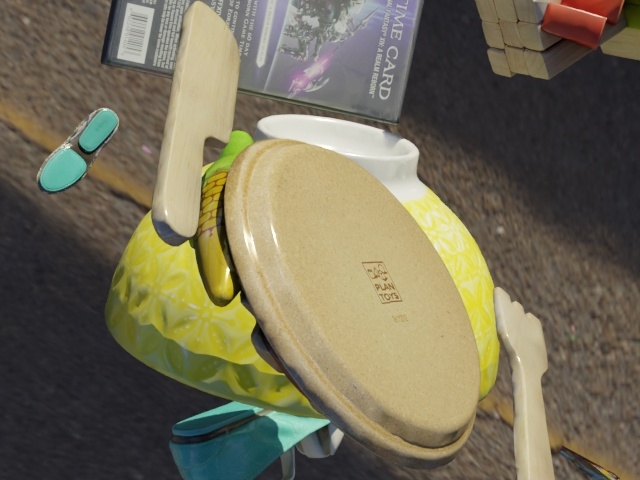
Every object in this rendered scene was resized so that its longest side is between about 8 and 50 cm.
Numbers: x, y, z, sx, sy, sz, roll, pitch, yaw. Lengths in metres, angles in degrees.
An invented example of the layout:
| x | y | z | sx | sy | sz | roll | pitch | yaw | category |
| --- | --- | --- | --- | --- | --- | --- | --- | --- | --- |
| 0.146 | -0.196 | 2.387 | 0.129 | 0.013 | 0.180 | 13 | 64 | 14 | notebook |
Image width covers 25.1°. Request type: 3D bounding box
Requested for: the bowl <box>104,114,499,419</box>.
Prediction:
| x | y | z | sx | sy | sz | roll | pitch | yaw | category |
| --- | --- | --- | --- | --- | --- | --- | --- | --- | --- |
| 0.000 | 0.000 | 1.018 | 0.289 | 0.289 | 0.156 | 15 | 107 | 15 | bowl |

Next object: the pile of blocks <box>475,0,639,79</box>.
| x | y | z | sx | sy | sz | roll | pitch | yaw | category |
| --- | --- | --- | --- | --- | --- | --- | --- | --- | --- |
| 0.277 | -0.197 | 1.069 | 0.112 | 0.362 | 0.149 | 23 | 115 | 52 | pile of blocks |

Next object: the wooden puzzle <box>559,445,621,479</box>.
| x | y | z | sx | sy | sz | roll | pitch | yaw | category |
| --- | --- | --- | --- | --- | --- | --- | --- | --- | --- |
| 0.239 | 0.202 | 1.257 | 0.083 | 0.049 | 0.006 | 29 | 96 | -21 | wooden puzzle |

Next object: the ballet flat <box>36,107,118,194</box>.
| x | y | z | sx | sy | sz | roll | pitch | yaw | category |
| --- | --- | --- | --- | --- | --- | --- | --- | --- | --- |
| -0.247 | -0.086 | 1.452 | 0.041 | 0.041 | 0.114 | 31 | 65 | 17 | ballet flat |

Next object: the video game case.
| x | y | z | sx | sy | sz | roll | pitch | yaw | category |
| --- | --- | --- | --- | --- | --- | --- | --- | --- | --- |
| -0.038 | -0.220 | 1.233 | 0.274 | 0.026 | 0.196 | 10 | 94 | -24 | video game case |

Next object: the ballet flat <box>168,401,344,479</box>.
| x | y | z | sx | sy | sz | roll | pitch | yaw | category |
| --- | --- | --- | --- | --- | --- | --- | --- | --- | --- |
| -0.030 | 0.163 | 1.261 | 0.083 | 0.247 | 0.087 | 0 | 107 | 45 | ballet flat |

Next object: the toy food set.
| x | y | z | sx | sy | sz | roll | pitch | yaw | category |
| --- | --- | --- | --- | --- | --- | --- | --- | --- | --- |
| 0.007 | 0.020 | 0.483 | 0.038 | 0.192 | 0.132 | -34 | 30 | 27 | toy food set |
